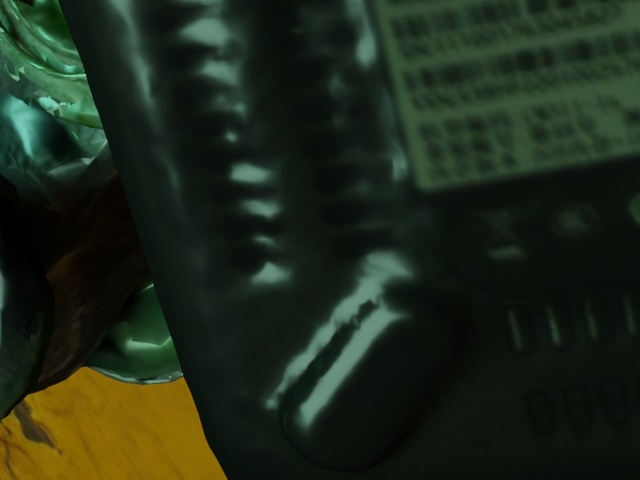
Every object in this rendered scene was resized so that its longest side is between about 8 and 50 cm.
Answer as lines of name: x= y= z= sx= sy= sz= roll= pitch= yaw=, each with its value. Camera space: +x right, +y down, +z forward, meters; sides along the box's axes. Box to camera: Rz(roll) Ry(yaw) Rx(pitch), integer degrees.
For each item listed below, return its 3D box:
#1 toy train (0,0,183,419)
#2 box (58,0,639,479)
toy train: x=-0.110 y=-0.083 z=0.598 sx=0.249 sy=0.173 sz=0.307 roll=44 pitch=115 yaw=19
box: x=0.083 y=-0.064 z=0.417 sx=0.290 sy=0.073 sz=0.289 roll=-9 pitch=116 yaw=11
